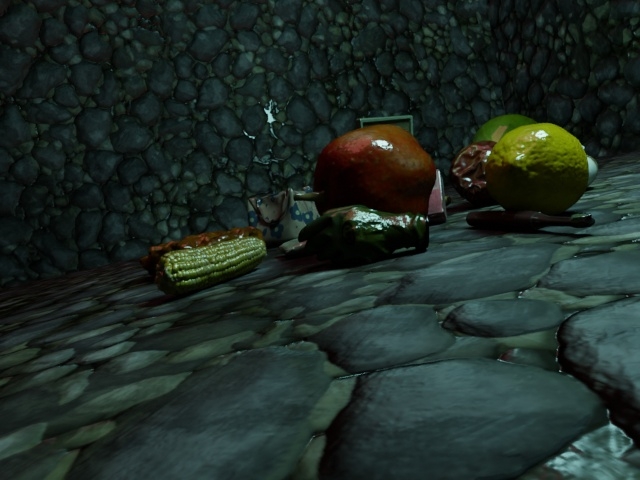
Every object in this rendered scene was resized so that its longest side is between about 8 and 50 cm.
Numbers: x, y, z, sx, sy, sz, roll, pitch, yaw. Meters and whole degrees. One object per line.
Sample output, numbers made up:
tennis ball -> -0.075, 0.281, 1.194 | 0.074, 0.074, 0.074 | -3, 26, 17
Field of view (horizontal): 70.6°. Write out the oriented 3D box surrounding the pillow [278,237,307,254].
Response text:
pillow -> 0.000, 0.000, 1.236 | 0.230, 0.050, 0.148 | -17, 2, -15

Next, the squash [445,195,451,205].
squash -> 0.386, -0.136, 1.641 | 0.066, 0.066, 0.201 | -17, 7, -38

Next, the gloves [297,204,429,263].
gloves -> 0.079, -0.014, 0.889 | 0.268, 0.135, 0.107 | -9, -35, 21

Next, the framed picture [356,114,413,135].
framed picture -> 0.193, -0.186, 1.281 | 0.241, 0.324, 0.020 | -19, 20, -42

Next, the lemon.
lemon -> 0.431, -0.135, 0.907 | 0.188, 0.188, 0.257 | -8, -10, 40

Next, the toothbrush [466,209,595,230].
toothbrush -> 0.371, -0.038, 0.847 | 0.041, 0.040, 0.364 | -13, 6, -7

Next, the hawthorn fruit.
hawthorn fruit -> 0.091, -0.117, 1.041 | 0.330, 0.287, 0.287 | -10, 4, -26

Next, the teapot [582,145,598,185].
teapot -> 0.669, -0.202, 1.299 | 0.204, 0.139, 0.298 | -14, 8, 0

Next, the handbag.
handbag -> -0.136, -0.085, 1.632 | 0.252, 0.193, 0.190 | -8, 3, 30

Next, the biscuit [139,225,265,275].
biscuit -> -0.359, 0.030, 1.417 | 0.312, 0.110, 0.318 | -9, 6, 39

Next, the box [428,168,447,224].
box -> 0.289, -0.116, 1.260 | 0.111, 0.156, 0.060 | -8, -30, 23

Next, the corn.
corn -> -0.236, 0.048, 1.017 | 0.101, 0.101, 0.292 | -8, 8, 40

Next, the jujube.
jujube -> 0.560, -0.214, 1.487 | 0.216, 0.216, 0.342 | -9, -5, 33

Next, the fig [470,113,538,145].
fig -> 0.709, -0.335, 1.732 | 0.316, 0.316, 0.316 | -12, 6, 1
